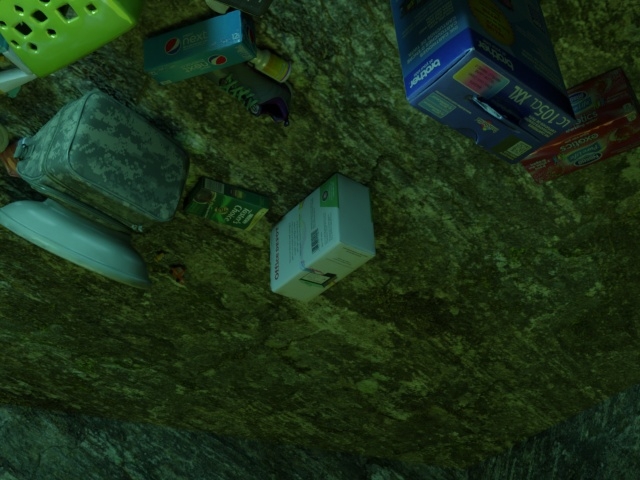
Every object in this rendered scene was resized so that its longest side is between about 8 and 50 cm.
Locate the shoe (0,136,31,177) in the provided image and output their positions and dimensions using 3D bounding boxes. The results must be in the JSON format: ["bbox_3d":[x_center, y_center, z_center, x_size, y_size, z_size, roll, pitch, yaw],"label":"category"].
[{"bbox_3d":[-0.644,-0.160,1.837,0.081,0.064,0.178,-15,139,20],"label":"shoe"}]

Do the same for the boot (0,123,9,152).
[{"bbox_3d":[-0.811,-0.205,1.723,0.261,0.095,0.203,16,142,-22],"label":"boot"}]

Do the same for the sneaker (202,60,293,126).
[{"bbox_3d":[-0.149,-0.305,1.614,0.223,0.098,0.083,18,141,-28],"label":"sneaker"}]

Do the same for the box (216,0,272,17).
[{"bbox_3d":[-0.035,-0.547,1.063,0.097,0.318,0.395,16,142,-24],"label":"box"}]

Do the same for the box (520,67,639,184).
[{"bbox_3d":[0.551,-0.240,1.731,0.256,0.128,0.122,-22,142,26],"label":"box"}]

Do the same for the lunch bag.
[{"bbox_3d":[-0.470,-0.147,1.749,0.256,0.213,0.305,-10,149,42],"label":"lunch bag"}]

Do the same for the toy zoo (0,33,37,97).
[{"bbox_3d":[-0.675,-0.351,1.530,0.192,0.030,0.293,-11,155,16],"label":"toy zoo"}]

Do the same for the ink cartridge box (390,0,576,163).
[{"bbox_3d":[0.270,-0.311,1.366,0.270,0.396,0.151,23,139,-33],"label":"ink cartridge box"}]

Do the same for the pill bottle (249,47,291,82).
[{"bbox_3d":[-0.100,-0.349,1.601,0.083,0.043,0.043,24,138,-35],"label":"pill bottle"}]

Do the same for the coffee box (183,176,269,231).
[{"bbox_3d":[-0.230,-0.087,1.986,0.184,0.041,0.113,18,141,-28],"label":"coffee box"}]

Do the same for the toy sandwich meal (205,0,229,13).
[{"bbox_3d":[-0.173,-0.449,1.458,0.085,0.029,0.086,-2,146,-1],"label":"toy sandwich meal"}]

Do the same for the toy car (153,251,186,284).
[{"bbox_3d":[-0.401,0.076,2.212,0.040,0.060,0.122,-39,149,-3],"label":"toy car"}]

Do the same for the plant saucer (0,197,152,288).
[{"bbox_3d":[-0.564,-0.013,1.912,0.400,0.101,0.400,27,176,2],"label":"plant saucer"}]

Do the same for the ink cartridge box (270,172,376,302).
[{"bbox_3d":[0.000,0.000,1.988,0.117,0.202,0.278,21,140,-31],"label":"ink cartridge box"}]

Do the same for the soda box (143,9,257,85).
[{"bbox_3d":[-0.228,-0.362,1.529,0.210,0.071,0.067,-12,160,18],"label":"soda box"}]

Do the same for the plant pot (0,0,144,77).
[{"bbox_3d":[-0.422,-0.438,1.294,0.228,0.227,0.207,-19,137,24],"label":"plant pot"}]
